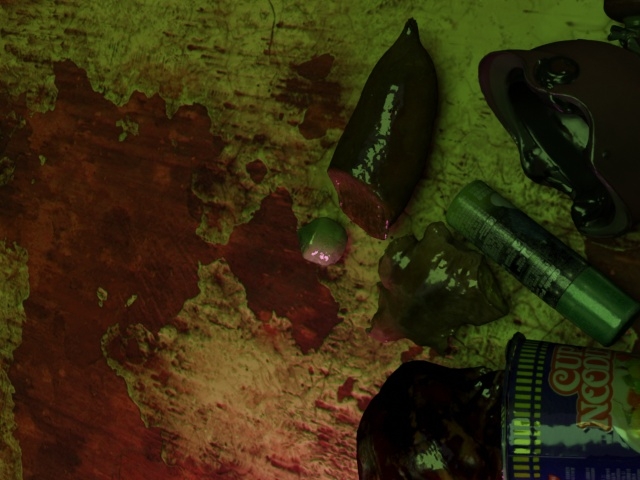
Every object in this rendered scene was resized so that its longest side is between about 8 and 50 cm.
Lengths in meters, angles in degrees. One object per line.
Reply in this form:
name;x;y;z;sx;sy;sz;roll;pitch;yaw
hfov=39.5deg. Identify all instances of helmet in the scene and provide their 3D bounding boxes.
helmet;0.403;-0.178;1.309;0.197;0.271;0.338;-30;61;-3

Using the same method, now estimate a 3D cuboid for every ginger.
ginger;0.165;0.097;1.495;0.270;0.123;0.219;-31;94;25

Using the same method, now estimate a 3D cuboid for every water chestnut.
water chestnut;0.185;0.309;1.397;0.289;0.289;0.244;6;102;30

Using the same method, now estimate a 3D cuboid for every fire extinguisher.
fire extinguisher;0.505;-0.419;1.340;0.147;0.106;0.337;3;91;6

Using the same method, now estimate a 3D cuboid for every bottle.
bottle;0.348;0.034;1.411;0.330;0.093;0.093;42;108;25

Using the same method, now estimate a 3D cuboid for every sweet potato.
sweet potato;0.123;-0.191;1.528;0.158;0.158;0.369;24;93;29

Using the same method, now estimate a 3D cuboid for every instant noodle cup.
instant noodle cup;0.435;0.272;1.271;0.312;0.284;0.284;-1;87;22

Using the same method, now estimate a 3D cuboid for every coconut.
coconut;0.000;0.000;1.623;0.096;0.088;0.088;28;104;-2
